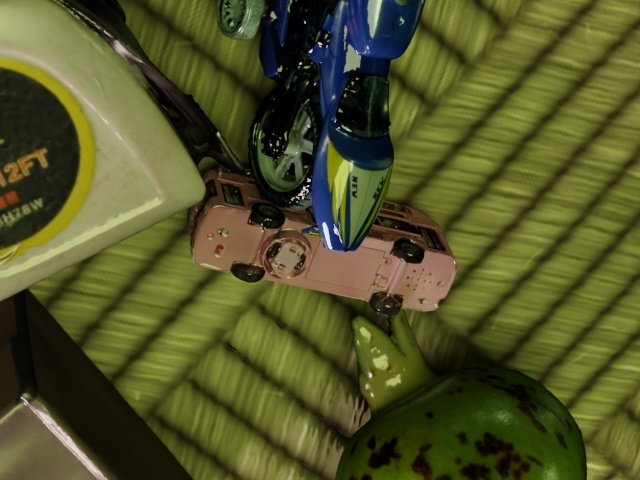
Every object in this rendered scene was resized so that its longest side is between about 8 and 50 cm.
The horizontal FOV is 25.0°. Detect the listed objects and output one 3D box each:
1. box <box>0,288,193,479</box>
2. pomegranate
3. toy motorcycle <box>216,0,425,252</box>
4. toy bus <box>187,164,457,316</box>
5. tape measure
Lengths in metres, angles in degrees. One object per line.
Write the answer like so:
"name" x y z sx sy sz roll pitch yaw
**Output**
"box" -0.202 0.192 1.068 0.153 0.188 0.252 -34 118 1
"pomegranate" 0.097 0.172 1.143 0.211 0.211 0.263 -32 82 0
"toy motorcycle" 0.022 -0.154 0.977 0.113 0.169 0.315 2 104 -37
"toy bus" 0.000 0.000 1.090 0.203 0.090 0.063 12 118 -19
"tape measure" -0.213 -0.095 0.980 0.271 0.133 0.231 -24 123 -5
